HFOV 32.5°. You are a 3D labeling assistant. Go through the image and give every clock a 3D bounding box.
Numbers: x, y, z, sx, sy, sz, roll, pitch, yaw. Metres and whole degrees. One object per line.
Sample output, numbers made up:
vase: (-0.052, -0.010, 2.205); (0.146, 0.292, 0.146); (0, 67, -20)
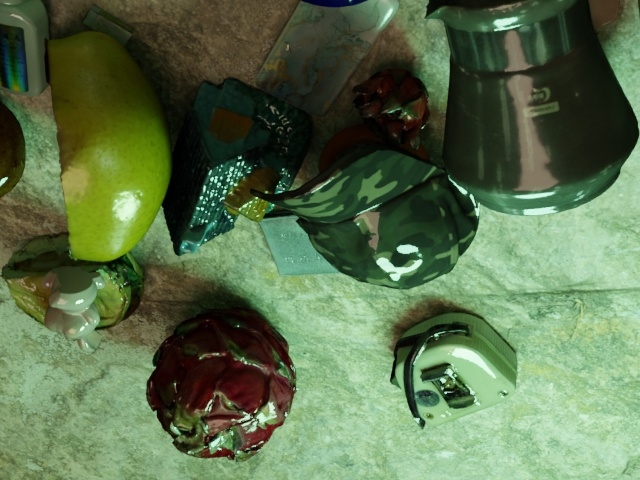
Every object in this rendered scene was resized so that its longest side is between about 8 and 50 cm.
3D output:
clock: (0.099, -0.127, 1.974); (0.205, 0.051, 0.205); (6, 135, 6)

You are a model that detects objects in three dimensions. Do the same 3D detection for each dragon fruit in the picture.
dragon fruit: (0.117, -0.223, 1.822); (0.130, 0.142, 0.121); (-4, 118, 0)
dragon fruit: (-0.201, 0.292, 2.269); (0.329, 0.329, 0.329); (7, 134, 7)

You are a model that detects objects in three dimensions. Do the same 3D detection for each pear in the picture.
pear: (-0.353, -0.167, 1.890); (0.191, 0.340, 0.387); (-5, 105, -8)

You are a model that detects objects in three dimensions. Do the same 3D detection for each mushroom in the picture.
mushroom: (-0.703, -0.175, 2.042); (0.254, 0.267, 0.267); (14, 147, 51)

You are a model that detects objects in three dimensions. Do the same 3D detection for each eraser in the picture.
eraser: (-0.365, -0.368, 1.884); (0.083, 0.019, 0.038); (31, 133, -15)

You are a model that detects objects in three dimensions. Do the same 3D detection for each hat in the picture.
hat: (0.075, -0.019, 1.861); (0.366, 0.381, 0.257); (-21, 89, 30)

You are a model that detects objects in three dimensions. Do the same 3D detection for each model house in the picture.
model house: (-0.161, -0.109, 1.929); (0.226, 0.241, 0.261); (21, 133, -3)

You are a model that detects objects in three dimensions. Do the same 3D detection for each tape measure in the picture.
tape measure: (0.244, 0.271, 2.260); (0.271, 0.133, 0.231); (-28, 121, 36)

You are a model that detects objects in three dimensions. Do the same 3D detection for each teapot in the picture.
teapot: (0.344, -0.262, 1.656); (0.376, 0.305, 0.362); (-21, 122, -5)

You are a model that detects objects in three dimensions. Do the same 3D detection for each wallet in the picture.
wallet: (-0.001, 0.002, 2.130); (0.222, 0.036, 0.167); (-4, 131, 18)

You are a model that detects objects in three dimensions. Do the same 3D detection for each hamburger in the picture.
hamburger: (-0.493, 0.102, 2.276); (0.308, 0.132, 0.211); (-5, 130, 16)

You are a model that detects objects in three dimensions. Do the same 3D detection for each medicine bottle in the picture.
medicine bottle: (-0.528, -0.364, 1.883); (0.121, 0.083, 0.229); (20, 136, 11)

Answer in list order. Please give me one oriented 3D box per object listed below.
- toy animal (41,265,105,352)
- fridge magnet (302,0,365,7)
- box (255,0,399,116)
toy animal: (-0.486, 0.156, 2.158); (0.124, 0.124, 0.212); (9, 128, 5)
fridge magnet: (0.013, -0.475, 1.613); (0.265, 0.113, 0.265); (7, 123, 11)
box: (0.007, -0.329, 1.817); (0.142, 0.044, 0.285); (23, 134, -14)
